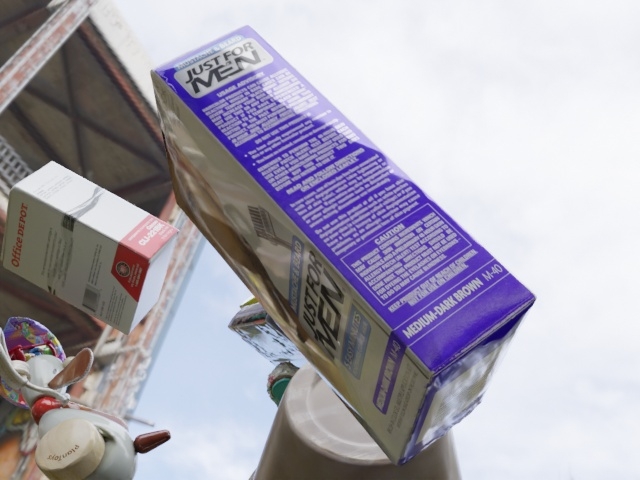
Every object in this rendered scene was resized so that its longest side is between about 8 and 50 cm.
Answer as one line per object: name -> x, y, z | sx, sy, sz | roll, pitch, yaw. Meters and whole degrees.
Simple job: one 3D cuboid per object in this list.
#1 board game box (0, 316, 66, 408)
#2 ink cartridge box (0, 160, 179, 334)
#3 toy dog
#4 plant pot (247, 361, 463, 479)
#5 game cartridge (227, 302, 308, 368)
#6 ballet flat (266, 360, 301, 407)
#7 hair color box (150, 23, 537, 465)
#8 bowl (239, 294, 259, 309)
board game box -> -0.498, 0.208, 1.307 | 0.033, 0.169, 0.133 | -27, -56, 26
ink cartridge box -> -0.417, 0.014, 1.350 | 0.273, 0.114, 0.197 | 28, -53, 3
toy dog -> -0.323, 0.247, 1.067 | 0.161, 0.334, 0.220 | -27, -32, -18
plant pot -> 0.047, 0.297, 0.944 | 0.323, 0.323, 0.280 | 5, -56, 8
game cartridge -> -0.034, 0.196, 1.336 | 0.230, 0.068, 0.355 | 37, -20, -12
ballet flat -> -0.002, 0.291, 1.260 | 0.091, 0.077, 0.241 | -32, -71, 9
hair color box -> 0.000, 0.000, 0.622 | 0.339, 0.110, 0.185 | 48, -24, 26
bowl -> -0.023, 0.128, 1.697 | 0.289, 0.289, 0.156 | -33, -89, 34
